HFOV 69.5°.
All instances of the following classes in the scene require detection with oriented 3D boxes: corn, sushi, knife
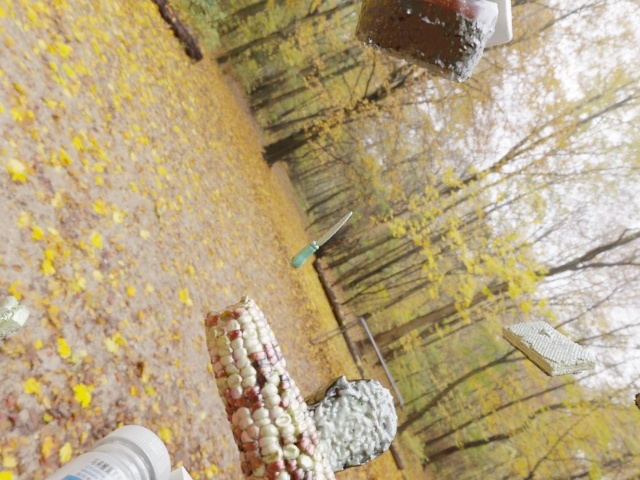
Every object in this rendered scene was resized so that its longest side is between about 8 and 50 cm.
[{"bbox_3d":[-0.056,0.195,0.503,0.092,0.092,0.281,55,12,-76],"label":"corn"},{"bbox_3d":[0.020,0.468,1.146,0.211,0.350,0.171,64,-25,10],"label":"sushi"},{"bbox_3d":[0.175,-0.356,0.778,0.136,0.225,0.126,-66,173,-61],"label":"sushi"},{"bbox_3d":[0.000,0.001,1.428,0.034,0.260,0.063,44,20,-12],"label":"knife"}]

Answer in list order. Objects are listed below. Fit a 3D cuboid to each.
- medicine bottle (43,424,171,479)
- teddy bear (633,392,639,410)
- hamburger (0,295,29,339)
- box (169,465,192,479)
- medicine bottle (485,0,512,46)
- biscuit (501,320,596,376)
[{"bbox_3d":[-0.255,0.291,0.515,0.105,0.105,0.168,65,12,3],"label":"medicine bottle"},{"bbox_3d":[0.493,0.193,0.598,0.078,0.160,0.119,39,23,-23],"label":"teddy bear"},{"bbox_3d":[-0.605,0.151,0.857,0.054,0.121,0.084,54,-5,-31],"label":"hamburger"},{"bbox_3d":[-0.281,0.508,0.846,0.051,0.130,0.129,33,-32,61],"label":"box"},{"bbox_3d":[0.296,-0.528,0.881,0.161,0.111,0.296,-91,169,-65],"label":"medicine bottle"},{"bbox_3d":[0.533,0.249,1.091,0.199,0.121,0.041,-124,-149,-72],"label":"biscuit"}]
